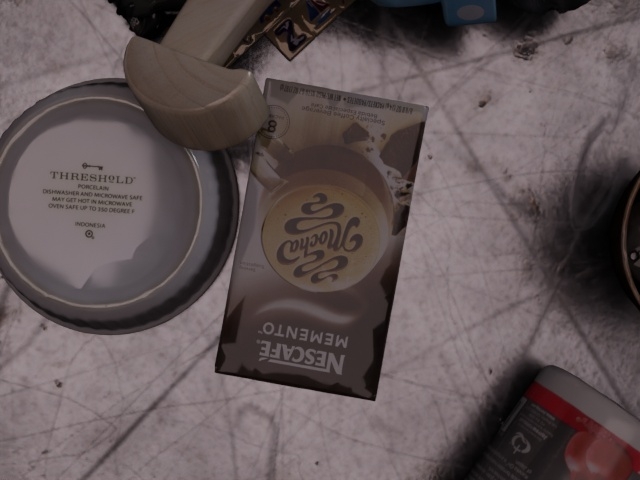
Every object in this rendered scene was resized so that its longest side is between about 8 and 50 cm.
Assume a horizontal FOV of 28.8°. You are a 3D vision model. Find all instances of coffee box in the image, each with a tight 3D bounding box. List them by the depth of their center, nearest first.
[{"bbox_3d":[0.000,0.000,1.274,0.168,0.119,0.297,10,89,-1],"label":"coffee box"}]

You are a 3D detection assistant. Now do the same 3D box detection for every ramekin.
[{"bbox_3d":[-0.218,-0.035,1.265,0.272,0.127,0.273,0,90,-1],"label":"ramekin"}]

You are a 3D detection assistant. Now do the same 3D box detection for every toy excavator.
[{"bbox_3d":[0.049,-0.300,1.200,0.445,0.222,0.433,-4,66,11],"label":"toy excavator"}]

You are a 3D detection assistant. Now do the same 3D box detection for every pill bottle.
[{"bbox_3d":[0.211,0.300,1.250,0.176,0.176,0.319,35,89,-1],"label":"pill bottle"}]

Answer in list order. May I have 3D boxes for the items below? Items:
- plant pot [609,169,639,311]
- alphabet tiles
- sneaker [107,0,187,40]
[{"bbox_3d":[0.374,0.000,1.229,0.215,0.230,0.216,0,90,-1],"label":"plant pot"},{"bbox_3d":[-0.072,-0.290,1.330,0.237,0.009,0.198,-43,91,-1],"label":"alphabet tiles"},{"bbox_3d":[-0.198,-0.282,1.272,0.276,0.097,0.135,21,87,-3],"label":"sneaker"}]
